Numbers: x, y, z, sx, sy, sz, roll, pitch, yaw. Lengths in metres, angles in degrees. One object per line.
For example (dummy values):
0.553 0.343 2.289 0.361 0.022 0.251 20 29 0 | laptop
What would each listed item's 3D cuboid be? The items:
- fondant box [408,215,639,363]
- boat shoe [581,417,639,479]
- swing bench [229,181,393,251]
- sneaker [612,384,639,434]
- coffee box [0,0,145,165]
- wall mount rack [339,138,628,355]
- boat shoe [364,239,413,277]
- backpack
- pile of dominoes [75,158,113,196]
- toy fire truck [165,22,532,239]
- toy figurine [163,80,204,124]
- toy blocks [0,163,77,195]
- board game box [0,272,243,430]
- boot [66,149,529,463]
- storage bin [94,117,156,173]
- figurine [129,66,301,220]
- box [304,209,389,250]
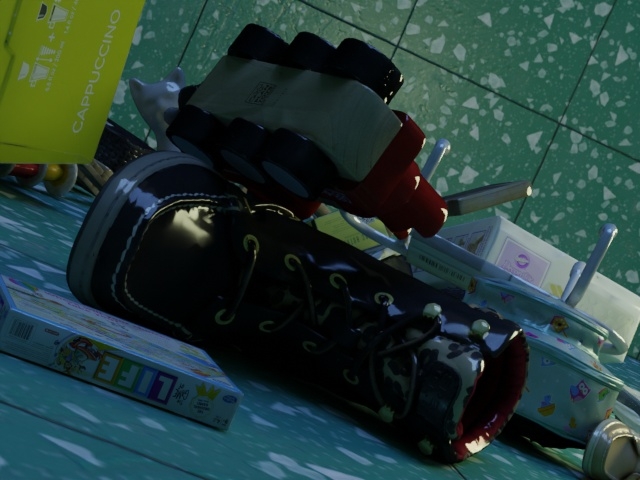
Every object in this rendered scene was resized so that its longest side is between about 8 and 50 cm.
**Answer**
0.250 0.077 2.006 0.238 0.096 0.330 29 -15 -15 | fondant box
0.306 0.213 1.428 0.059 0.063 0.170 19 -1 34 | boat shoe
-0.040 -0.042 2.189 0.254 0.165 0.253 29 2 -9 | swing bench
0.514 0.240 1.946 0.283 0.122 0.110 26 3 28 | sneaker
-0.404 -0.290 1.522 0.334 0.338 0.338 26 14 26 | coffee box
0.201 0.007 1.669 0.350 0.130 0.304 28 -10 7 | wall mount rack
0.060 0.060 1.757 0.091 0.114 0.302 68 20 0 | boat shoe
0.208 0.125 1.465 0.165 0.144 0.188 28 3 -33 | backpack
-0.337 -0.133 1.844 0.196 0.040 0.251 32 -12 22 | pile of dominoes
0.035 -0.065 1.213 0.246 0.158 0.217 45 -15 -34 | toy fire truck
-0.106 -0.069 1.713 0.213 0.210 0.148 25 -2 1 | toy figurine
-0.370 -0.104 1.701 0.123 0.054 0.148 27 5 35 | toy blocks
-0.133 0.068 0.923 0.154 0.026 0.103 23 4 -20 | board game box
-0.003 0.059 1.147 0.284 0.138 0.377 26 -2 22 | boot
-0.329 -0.138 2.055 0.180 0.084 0.122 33 4 5 | storage bin
-0.128 -0.121 1.843 0.214 0.210 0.092 -8 15 0 | figurine
0.000 0.000 1.826 0.087 0.058 0.232 -19 0 -19 | box
